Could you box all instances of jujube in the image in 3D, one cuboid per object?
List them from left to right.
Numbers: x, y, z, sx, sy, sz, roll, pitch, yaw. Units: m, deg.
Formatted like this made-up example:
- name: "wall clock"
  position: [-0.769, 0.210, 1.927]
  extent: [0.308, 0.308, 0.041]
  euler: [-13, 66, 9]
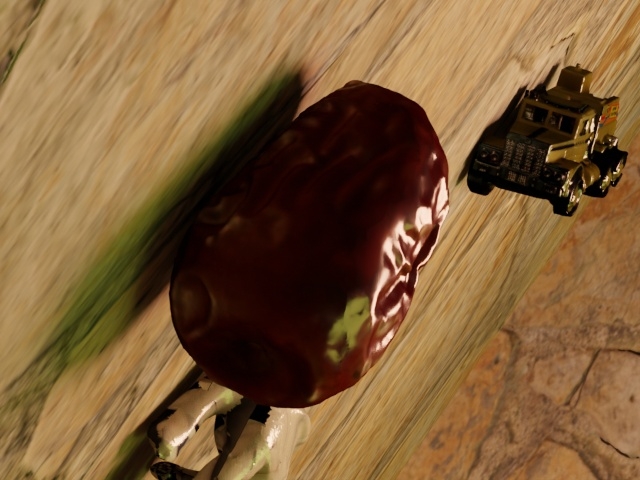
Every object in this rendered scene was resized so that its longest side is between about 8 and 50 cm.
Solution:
- name: "jujube"
  position: [0.000, 0.000, 1.295]
  extent: [0.230, 0.155, 0.155]
  euler: [-52, 168, -29]

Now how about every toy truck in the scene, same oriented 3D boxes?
- name: "toy truck"
  position: [0.259, -0.110, 2.162]
  extent: [0.257, 0.127, 0.127]
  euler: [-34, 139, -61]

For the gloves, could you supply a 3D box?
- name: "gloves"
  position: [-0.078, 0.169, 1.543]
  extent: [0.212, 0.111, 0.127]
  euler: [-58, 176, -36]
